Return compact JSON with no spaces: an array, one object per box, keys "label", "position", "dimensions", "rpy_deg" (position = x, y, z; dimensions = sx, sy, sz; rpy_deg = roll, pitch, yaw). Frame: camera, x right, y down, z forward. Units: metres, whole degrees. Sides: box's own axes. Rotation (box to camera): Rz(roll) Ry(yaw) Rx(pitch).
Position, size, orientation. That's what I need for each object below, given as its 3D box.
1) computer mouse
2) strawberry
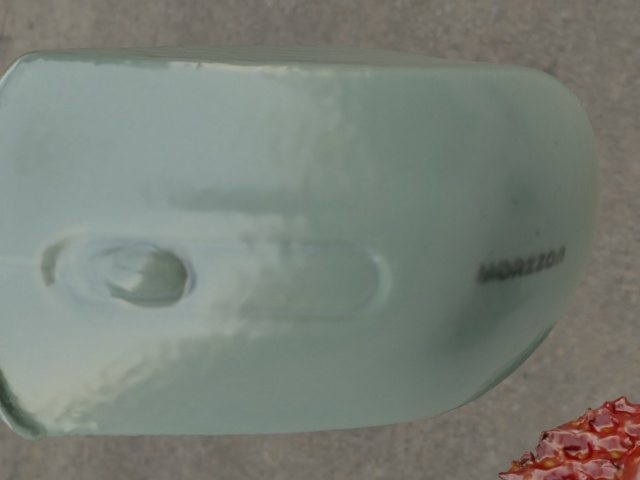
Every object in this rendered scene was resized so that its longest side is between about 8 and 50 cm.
[{"label":"computer mouse","position":[0.000,0.000,0.382],"dimensions":[0.079,0.231,0.128],"rpy_deg":[32,125,56]},{"label":"strawberry","position":[0.257,0.235,0.855],"dimensions":[0.178,0.234,0.234],"rpy_deg":[-165,86,-66]}]
